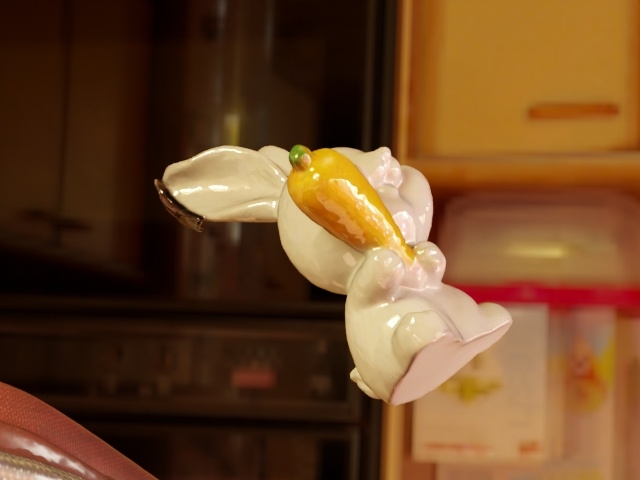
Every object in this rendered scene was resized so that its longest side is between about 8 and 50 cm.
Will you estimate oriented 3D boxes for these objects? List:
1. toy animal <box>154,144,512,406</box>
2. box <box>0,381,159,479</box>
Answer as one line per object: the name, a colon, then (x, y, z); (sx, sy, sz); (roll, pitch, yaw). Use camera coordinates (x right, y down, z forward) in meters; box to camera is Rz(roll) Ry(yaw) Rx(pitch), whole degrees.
toy animal: (0.000, 0.000, 1.024); (0.127, 0.182, 0.131); (-45, 160, 28)
box: (-0.142, 0.201, 0.935); (0.263, 0.108, 0.404); (-25, 137, 24)
